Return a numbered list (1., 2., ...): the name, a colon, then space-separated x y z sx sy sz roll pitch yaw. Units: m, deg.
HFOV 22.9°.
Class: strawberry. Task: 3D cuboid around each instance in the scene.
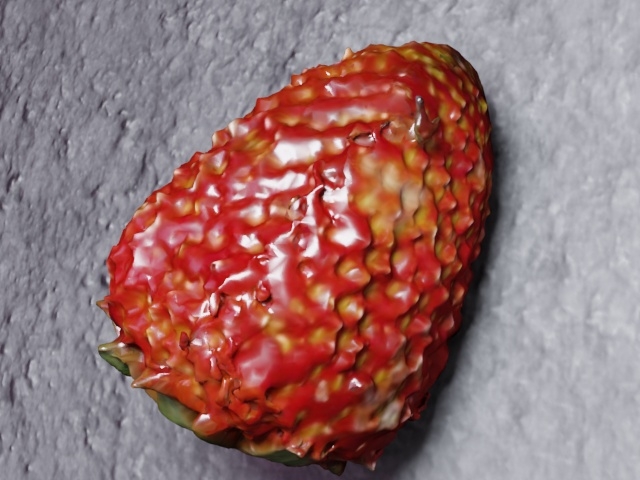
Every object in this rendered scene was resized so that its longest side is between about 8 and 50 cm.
1. strawberry: 0.001 0.001 1.196 0.343 0.292 0.292 -60 38 12
